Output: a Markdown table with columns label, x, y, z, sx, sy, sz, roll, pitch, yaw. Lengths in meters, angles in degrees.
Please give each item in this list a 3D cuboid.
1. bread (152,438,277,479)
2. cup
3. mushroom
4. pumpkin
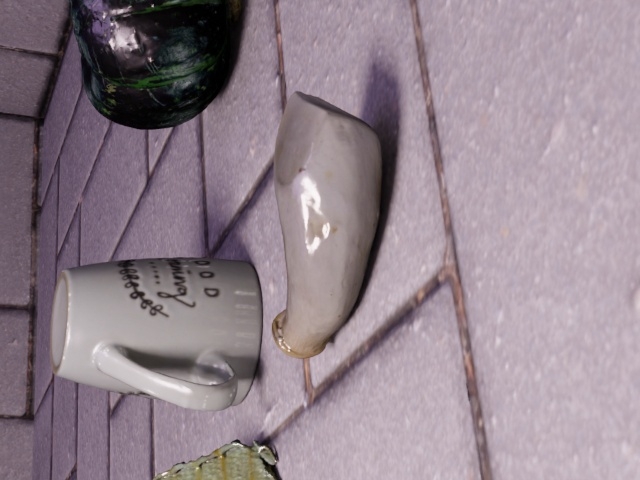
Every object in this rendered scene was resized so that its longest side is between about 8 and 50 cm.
| label | x | y | z | sx | sy | sz | roll | pitch | yaw |
| --- | --- | --- | --- | --- | --- | --- | --- | --- | --- |
| bread | -0.109 | 0.308 | 1.287 | 0.103 | 0.156 | 0.110 | -101 | -6 | -52 |
| cup | -0.198 | 0.125 | 1.368 | 0.258 | 0.234 | 0.186 | -128 | 48 | -58 |
| mushroom | 0.000 | 0.000 | 1.077 | 0.118 | 0.103 | 0.270 | -132 | 46 | -62 |
| pumpkin | -0.230 | -0.309 | 1.578 | 0.315 | 0.239 | 0.315 | 172 | 90 | -81 |
